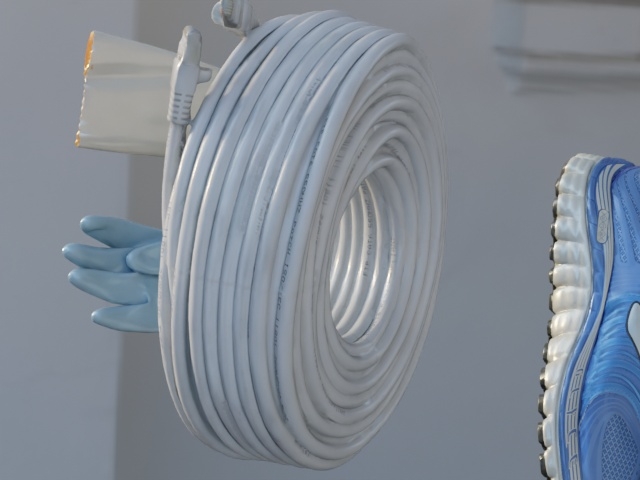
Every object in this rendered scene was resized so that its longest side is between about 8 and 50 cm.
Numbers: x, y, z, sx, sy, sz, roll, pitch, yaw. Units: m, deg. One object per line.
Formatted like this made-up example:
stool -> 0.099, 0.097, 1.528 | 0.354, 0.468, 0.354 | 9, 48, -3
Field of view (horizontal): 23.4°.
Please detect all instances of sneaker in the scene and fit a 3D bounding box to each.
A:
sneaker -> 0.236, 0.098, 1.113 | 0.147, 0.330, 0.130 | 2, -11, 15

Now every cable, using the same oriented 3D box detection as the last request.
cable -> 0.000, 0.000, 0.869 | 0.089, 0.257, 0.257 | 10, 7, 24

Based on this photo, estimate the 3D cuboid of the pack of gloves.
pack of gloves -> -0.067, -0.021, 1.065 | 0.232, 0.195, 0.046 | 12, -13, -25
